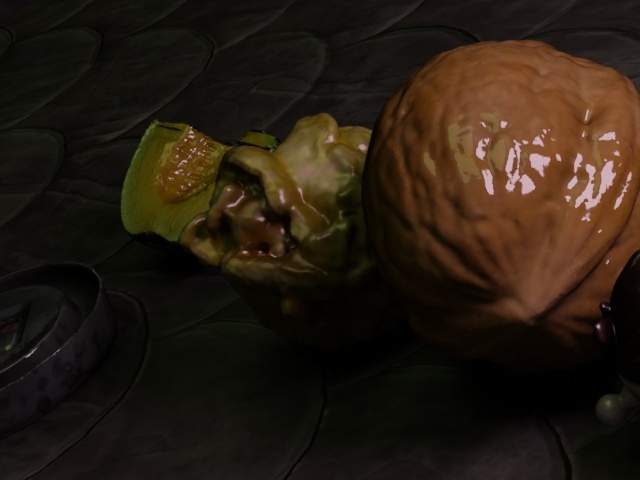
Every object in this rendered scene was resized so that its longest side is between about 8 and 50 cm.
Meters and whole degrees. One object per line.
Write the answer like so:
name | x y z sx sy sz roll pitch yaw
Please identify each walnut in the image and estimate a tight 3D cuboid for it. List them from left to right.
walnut | 0.182 -0.027 1.575 0.333 0.332 0.333 -21 26 11

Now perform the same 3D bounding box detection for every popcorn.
popcorn | 0.000 0.000 1.764 0.259 0.259 0.212 -33 45 -15

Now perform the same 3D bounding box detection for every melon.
melon | -0.132 -0.042 2.111 0.265 0.129 0.169 13 68 48

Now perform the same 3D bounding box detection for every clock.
clock | -0.387 0.136 2.058 0.313 0.061 0.312 -21 26 11

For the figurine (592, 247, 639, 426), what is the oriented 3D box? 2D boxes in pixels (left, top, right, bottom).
figurine | 0.394 0.056 1.392 0.370 0.167 0.281 -13 17 8
